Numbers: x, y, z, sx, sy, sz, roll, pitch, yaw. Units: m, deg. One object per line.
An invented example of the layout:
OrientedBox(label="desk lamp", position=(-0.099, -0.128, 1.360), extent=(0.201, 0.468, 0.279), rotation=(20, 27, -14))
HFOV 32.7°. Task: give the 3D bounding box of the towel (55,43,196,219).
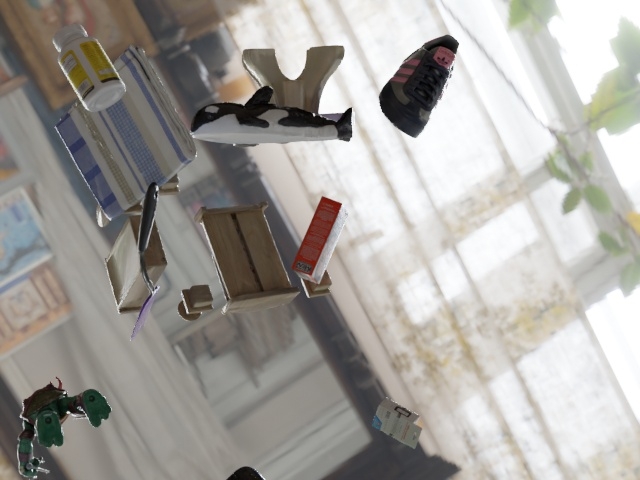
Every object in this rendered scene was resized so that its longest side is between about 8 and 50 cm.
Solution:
OrientedBox(label="towel", position=(-0.326, -0.172, 1.810), extent=(0.034, 0.209, 0.285), rotation=(-28, 179, -44))

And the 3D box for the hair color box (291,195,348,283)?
OrientedBox(label="hair color box", position=(0.000, 0.000, 1.931), extent=(0.141, 0.043, 0.072), rotation=(-67, 164, -8))

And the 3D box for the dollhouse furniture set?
OrientedBox(label="dollhouse furniture set", position=(-0.205, 0.014, 2.028), extent=(0.355, 0.303, 0.174), rotation=(-6, 153, -31))

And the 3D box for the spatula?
OrientedBox(label="spatula", position=(-0.291, 0.037, 1.822), extent=(0.030, 0.297, 0.084), rotation=(11, -152, 8))

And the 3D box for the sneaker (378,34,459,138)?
OrientedBox(label="sneaker", position=(0.196, -0.309, 2.091), extent=(0.131, 0.112, 0.319), rotation=(-47, -167, 30))

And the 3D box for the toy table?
OrientedBox(label="toy table", position=(-0.058, -0.297, 2.146), extent=(0.274, 0.161, 0.252), rotation=(1, -172, 29))

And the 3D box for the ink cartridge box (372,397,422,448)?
OrientedBox(label="ink cartridge box", position=(0.134, 0.306, 1.831), extent=(0.083, 0.048, 0.028), rotation=(27, -149, 19))

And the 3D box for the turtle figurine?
OrientedBox(label="turtle figurine", position=(-0.415, 0.284, 1.701), extent=(0.175, 0.118, 0.234), rotation=(-45, -171, -28))

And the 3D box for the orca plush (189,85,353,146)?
OrientedBox(label="orca plush", position=(-0.085, -0.232, 1.938), extent=(0.287, 0.102, 0.151), rotation=(-2, 171, 9))

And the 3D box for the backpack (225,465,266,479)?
OrientedBox(label="backpack", position=(-0.151, 0.546, 2.309), extent=(0.105, 0.084, 0.114), rotation=(-38, -126, -13))

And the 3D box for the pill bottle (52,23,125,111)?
OrientedBox(label="pill bottle", position=(-0.328, -0.245, 1.533), extent=(0.065, 0.116, 0.065), rotation=(-31, 169, -7))
